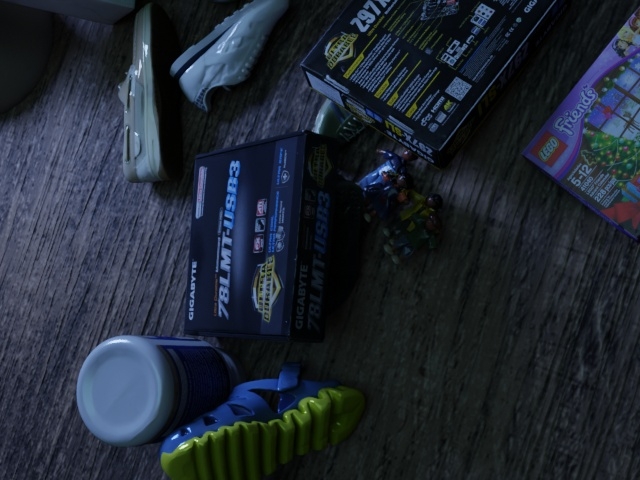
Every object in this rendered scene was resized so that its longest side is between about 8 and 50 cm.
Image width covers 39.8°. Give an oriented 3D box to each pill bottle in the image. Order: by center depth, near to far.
[{"bbox_3d":[-0.222,0.219,1.311,0.153,0.264,0.153,-3,82,22],"label":"pill bottle"}]

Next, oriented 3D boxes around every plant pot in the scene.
[{"bbox_3d":[-0.657,-0.384,1.595,0.284,0.191,0.284,-3,82,20],"label":"plant pot"}]

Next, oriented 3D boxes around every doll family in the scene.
[{"bbox_3d":[0.123,-0.061,1.314,0.111,0.076,0.193,-42,72,24],"label":"doll family"}]

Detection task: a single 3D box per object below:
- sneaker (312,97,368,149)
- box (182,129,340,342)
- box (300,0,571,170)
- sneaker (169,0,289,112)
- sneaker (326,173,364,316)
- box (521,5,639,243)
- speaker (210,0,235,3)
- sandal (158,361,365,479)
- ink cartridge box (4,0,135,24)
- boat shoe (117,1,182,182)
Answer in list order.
[{"bbox_3d":[0.055,-0.201,1.362,0.086,0.064,0.192,23,89,27],"label":"sneaker"},{"bbox_3d":[-0.098,0.002,1.325,0.293,0.073,0.296,-3,80,50],"label":"box"},{"bbox_3d":[0.170,-0.300,1.290,0.257,0.079,0.322,35,83,23],"label":"box"},{"bbox_3d":[-0.133,-0.313,1.451,0.235,0.090,0.095,-38,89,14],"label":"sneaker"},{"bbox_3d":[0.000,0.000,1.355,0.130,0.087,0.228,-137,48,-57],"label":"sneaker"},{"bbox_3d":[0.448,-0.171,1.211,0.201,0.057,0.293,41,98,21],"label":"box"},{"bbox_3d":[-0.209,-0.473,1.374,0.131,0.296,0.131,-3,82,21],"label":"speaker"},{"bbox_3d":[-0.094,0.261,1.274,0.138,0.317,0.126,39,128,40],"label":"sandal"},{"bbox_3d":[-0.418,-0.571,1.506,0.119,0.207,0.354,-7,79,57],"label":"ink cartridge box"},{"bbox_3d":[-0.295,-0.247,1.485,0.098,0.109,0.302,-4,87,19],"label":"boat shoe"}]
